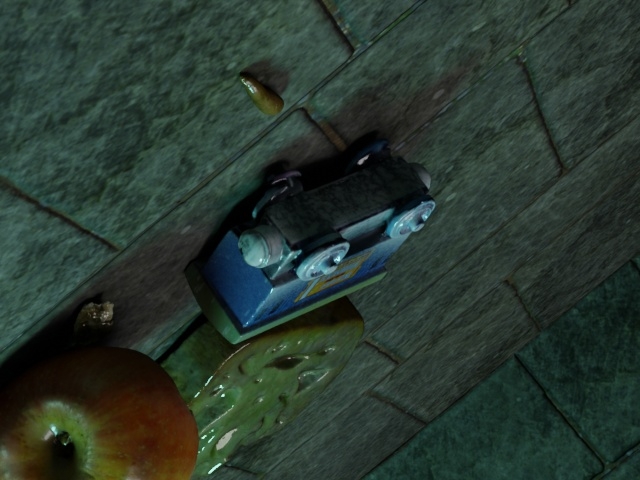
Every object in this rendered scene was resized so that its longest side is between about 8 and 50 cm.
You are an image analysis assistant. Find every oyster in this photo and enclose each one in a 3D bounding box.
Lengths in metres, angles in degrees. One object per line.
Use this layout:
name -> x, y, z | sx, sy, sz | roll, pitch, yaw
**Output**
oyster -> -0.255, 0.097, 1.815 | 0.051, 0.034, 0.093 | -20, 160, -28

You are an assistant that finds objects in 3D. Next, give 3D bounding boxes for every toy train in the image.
toy train -> 0.000, 0.000, 1.917 | 0.300, 0.131, 0.202 | -21, 157, -43

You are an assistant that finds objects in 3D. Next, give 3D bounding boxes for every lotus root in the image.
lotus root -> -0.116, 0.187, 2.210 | 0.390, 0.111, 0.375 | -32, 157, -15

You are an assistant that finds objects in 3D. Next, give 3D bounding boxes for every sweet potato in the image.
sweet potato -> -0.057, -0.142, 1.621 | 0.026, 0.026, 0.115 | -40, 164, 6

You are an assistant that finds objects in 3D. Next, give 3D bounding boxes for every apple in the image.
apple -> -0.256, 0.231, 1.843 | 0.242, 0.242, 0.241 | -41, 171, 8
